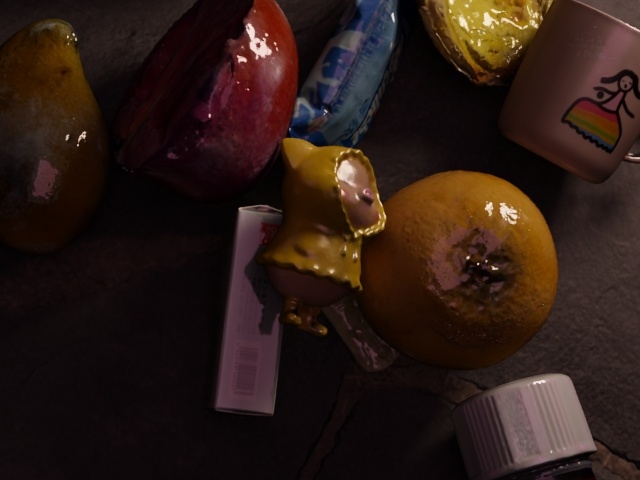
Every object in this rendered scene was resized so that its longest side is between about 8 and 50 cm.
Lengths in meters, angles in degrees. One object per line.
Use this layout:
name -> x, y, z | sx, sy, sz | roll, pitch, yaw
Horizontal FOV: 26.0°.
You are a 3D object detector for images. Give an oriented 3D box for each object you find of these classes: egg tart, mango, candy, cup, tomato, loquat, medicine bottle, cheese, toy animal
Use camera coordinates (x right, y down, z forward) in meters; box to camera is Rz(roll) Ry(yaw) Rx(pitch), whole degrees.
egg tart -> 0.216, -0.347, 1.900 | 0.278, 0.095, 0.279 | 0, 90, -39
mango -> -0.368, -0.137, 1.786 | 0.192, 0.146, 0.316 | -3, 78, 3
candy -> 0.049, -0.228, 1.846 | 0.077, 0.187, 0.331 | 26, 81, 21
cup -> 0.380, -0.183, 1.871 | 0.252, 0.191, 0.200 | 25, 98, -19
tomato -> -0.116, -0.175, 1.746 | 0.176, 0.335, 0.290 | 34, 97, -22
loquat -> 0.173, 0.040, 1.782 | 0.263, 0.263, 0.263 | 1, 82, -8
medicine bottle -> 0.305, 0.375, 1.775 | 0.242, 0.242, 0.395 | -10, 71, -9
cheese -> 0.036, 0.090, 1.863 | 0.065, 0.043, 0.194 | -33, 87, -10
toy animal -> -0.003, -0.002, 1.696 | 0.156, 0.156, 0.230 | 14, 77, -6

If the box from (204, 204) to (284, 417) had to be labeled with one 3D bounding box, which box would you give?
box -> -0.094, 0.095, 1.801 | 0.079, 0.135, 0.269 | 8, 82, -10
